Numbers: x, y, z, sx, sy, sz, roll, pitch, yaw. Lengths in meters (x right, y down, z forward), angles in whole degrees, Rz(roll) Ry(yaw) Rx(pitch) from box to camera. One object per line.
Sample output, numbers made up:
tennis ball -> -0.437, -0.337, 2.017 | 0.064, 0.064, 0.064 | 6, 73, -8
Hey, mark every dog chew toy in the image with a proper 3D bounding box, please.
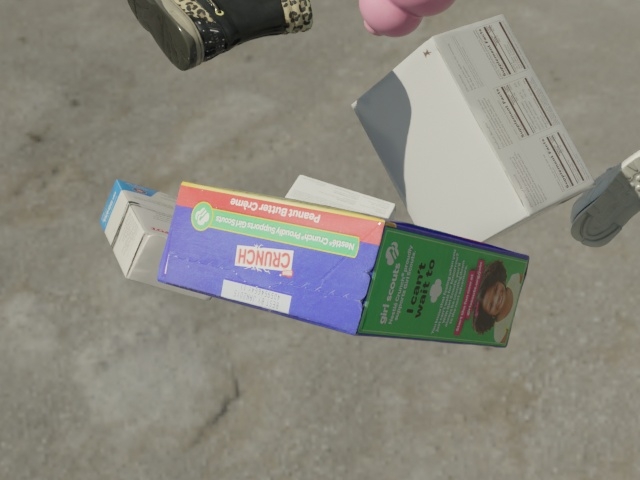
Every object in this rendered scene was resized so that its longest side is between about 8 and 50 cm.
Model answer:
dog chew toy -> 0.193, -0.514, 2.103 | 0.207, 0.332, 0.206 | 27, 36, -21

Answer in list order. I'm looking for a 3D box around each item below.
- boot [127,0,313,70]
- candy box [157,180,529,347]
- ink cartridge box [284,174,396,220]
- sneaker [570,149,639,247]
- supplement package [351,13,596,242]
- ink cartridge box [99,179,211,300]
boot -> -0.133, -0.306, 1.377 | 0.179, 0.085, 0.236 | -18, 53, -22
candy box -> 0.032, 0.028, 1.231 | 0.268, 0.122, 0.317 | 13, 3, 36
ink cartridge box -> 0.000, 0.000, 1.931 | 0.189, 0.066, 0.232 | 18, 54, 16
sneaker -> 0.475, -0.092, 1.745 | 0.235, 0.090, 0.095 | -40, 18, 31
supplement package -> 0.201, -0.131, 1.530 | 0.145, 0.261, 0.204 | -23, -7, -36
ink cartridge box -> -0.245, -0.002, 1.759 | 0.148, 0.086, 0.203 | 18, 19, -29
